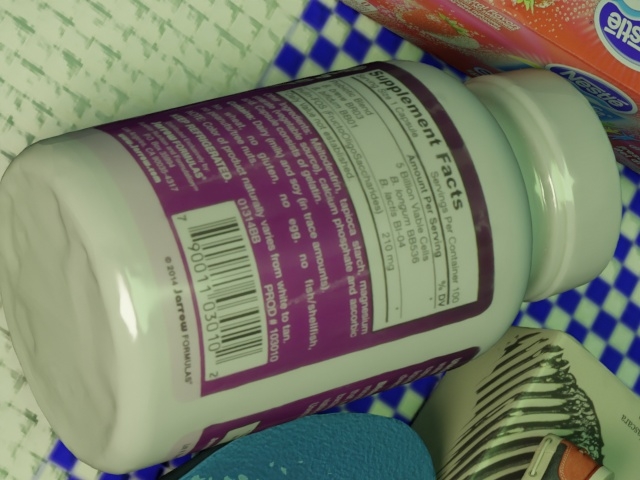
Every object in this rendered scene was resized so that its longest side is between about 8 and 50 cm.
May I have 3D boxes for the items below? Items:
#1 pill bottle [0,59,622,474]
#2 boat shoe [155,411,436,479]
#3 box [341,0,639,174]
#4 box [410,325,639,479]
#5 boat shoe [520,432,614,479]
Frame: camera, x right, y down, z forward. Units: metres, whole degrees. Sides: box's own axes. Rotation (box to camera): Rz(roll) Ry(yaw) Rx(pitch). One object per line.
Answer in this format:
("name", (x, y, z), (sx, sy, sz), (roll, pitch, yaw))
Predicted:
("pill bottle", (0.000, 0.000, 0.983), (0.301, 0.169, 0.169), (-15, 98, -28))
("boat shoe", (-0.066, 0.152, 0.999), (0.258, 0.089, 0.109), (-16, 85, -22))
("box", (0.156, -0.141, 1.090), (0.257, 0.122, 0.128), (27, 79, -26))
("box", (0.074, 0.185, 1.066), (0.113, 0.094, 0.275), (41, 72, -22))
("boat shoe", (0.099, 0.161, 1.003), (0.043, 0.049, 0.137), (35, 72, 21))
